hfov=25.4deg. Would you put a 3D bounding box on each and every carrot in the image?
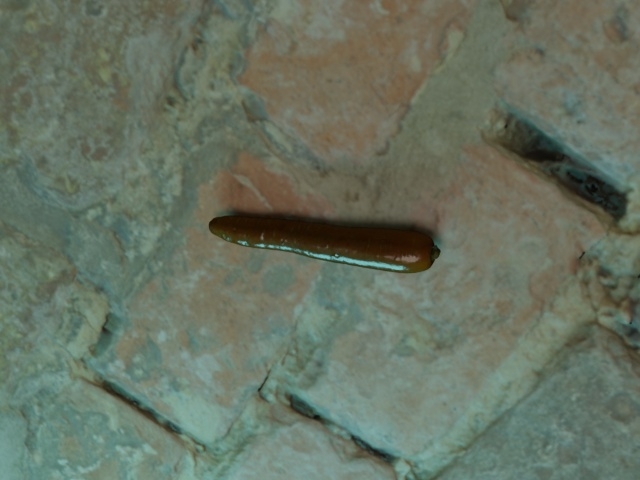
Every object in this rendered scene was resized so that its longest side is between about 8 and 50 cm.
[{"bbox_3d":[0.000,0.000,1.413,0.247,0.043,0.043,8,122,22],"label":"carrot"}]
